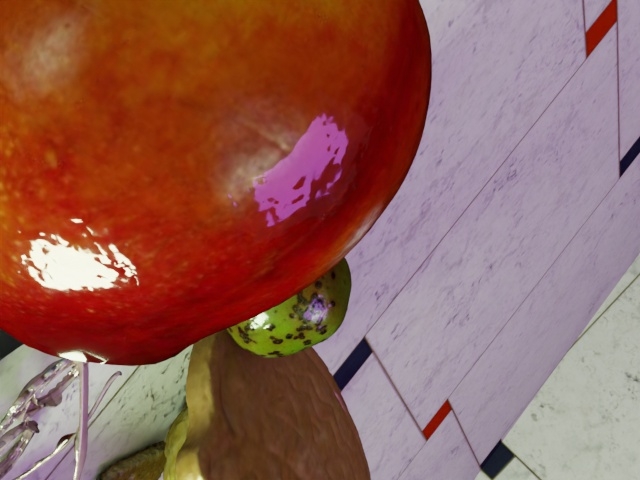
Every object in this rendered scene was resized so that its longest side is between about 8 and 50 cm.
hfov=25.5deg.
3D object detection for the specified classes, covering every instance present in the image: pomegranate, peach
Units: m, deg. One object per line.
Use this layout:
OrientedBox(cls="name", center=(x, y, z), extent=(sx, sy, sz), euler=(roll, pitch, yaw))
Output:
OrientedBox(cls="pomegranate", center=(-0.038, 0.064, 1.647), extent=(0.159, 0.159, 0.205), euler=(-54, 156, -1))
OrientedBox(cls="peach", center=(-0.116, -0.095, 0.995), extent=(0.388, 0.388, 0.388), euler=(-43, 156, -25))

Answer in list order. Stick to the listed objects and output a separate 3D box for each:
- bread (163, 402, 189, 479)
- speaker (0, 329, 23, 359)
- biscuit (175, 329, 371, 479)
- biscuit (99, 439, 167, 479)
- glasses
OrientedBox(cls="bread", center=(-0.106, 0.289, 1.787), extent=(0.134, 0.245, 0.244), euler=(-14, 171, 23))
OrientedBox(cls="speaker", center=(-0.262, 0.043, 1.307), extent=(0.218, 0.044, 0.082), euler=(-39, 154, -33))
OrientedBox(cls="biscuit", center=(-0.039, 0.272, 1.707), extent=(0.385, 0.062, 0.365), euler=(53, 33, -35))
OrientedBox(cls="biscuit", center=(-0.265, 0.357, 1.786), extent=(0.131, 0.025, 0.231), euler=(-18, 138, -56))
OrientedBox(cls="glasses", center=(-0.285, 0.212, 1.403), extent=(0.255, 0.095, 0.162), euler=(-57, 166, 18))
